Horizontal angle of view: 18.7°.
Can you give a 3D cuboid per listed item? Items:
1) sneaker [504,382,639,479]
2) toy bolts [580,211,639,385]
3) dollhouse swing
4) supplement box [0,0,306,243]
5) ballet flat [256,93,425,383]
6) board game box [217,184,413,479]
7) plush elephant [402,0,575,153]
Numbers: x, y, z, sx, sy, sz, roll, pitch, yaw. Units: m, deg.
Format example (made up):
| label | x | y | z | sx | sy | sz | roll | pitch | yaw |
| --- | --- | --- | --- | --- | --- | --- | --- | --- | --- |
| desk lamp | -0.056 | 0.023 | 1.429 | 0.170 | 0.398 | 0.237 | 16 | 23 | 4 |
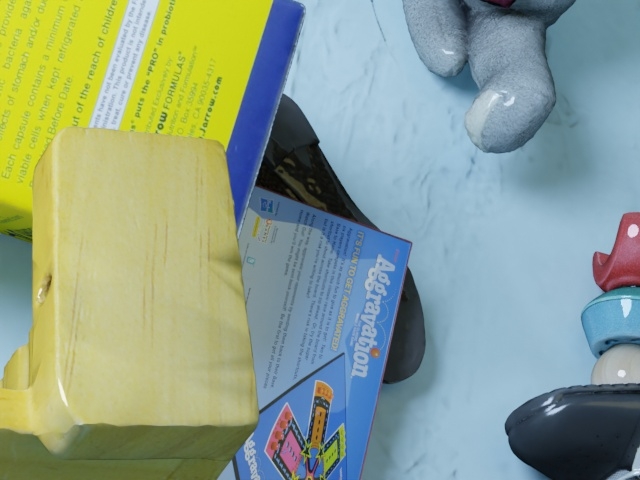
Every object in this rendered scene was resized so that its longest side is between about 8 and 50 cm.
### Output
| label | x | y | z | sx | sy | sz | roll | pitch | yaw |
| --- | --- | --- | --- | --- | --- | --- | --- | --- | --- |
| sneaker | 0.290 | 0.212 | 1.468 | 0.331 | 0.122 | 0.146 | 20 | 53 | -16 |
| toy bolts | 0.322 | 0.075 | 1.532 | 0.229 | 0.218 | 0.158 | 12 | 63 | 0 |
| dollhouse swing | -0.255 | 0.103 | 1.039 | 0.305 | 0.347 | 0.315 | 20 | 36 | -25 |
| supplement box | -0.224 | -0.115 | 1.303 | 0.357 | 0.194 | 0.195 | 19 | 82 | -17 |
| ballet flat | 0.000 | 0.000 | 1.487 | 0.084 | 0.058 | 0.250 | -26 | 82 | -33 |
| board game box | -0.030 | 0.107 | 1.388 | 0.145 | 0.027 | 0.281 | 20 | 67 | -14 |
| plush elephant | 0.115 | -0.290 | 1.585 | 0.255 | 0.272 | 0.330 | 30 | 23 | -26 |
